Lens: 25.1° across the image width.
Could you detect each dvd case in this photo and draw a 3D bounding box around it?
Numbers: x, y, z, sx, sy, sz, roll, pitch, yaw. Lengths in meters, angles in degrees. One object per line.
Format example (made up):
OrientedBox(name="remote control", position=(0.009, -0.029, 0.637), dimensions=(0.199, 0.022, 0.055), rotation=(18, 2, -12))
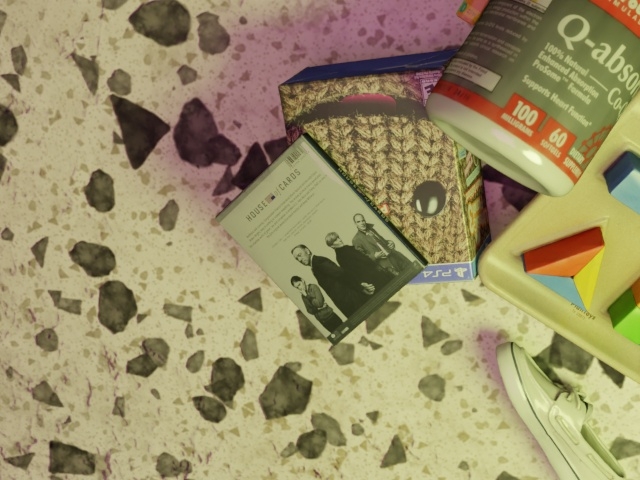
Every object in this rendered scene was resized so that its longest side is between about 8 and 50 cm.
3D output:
OrientedBox(name="dvd case", position=(0.000, 0.000, 1.913), dimensions=(0.238, 0.029, 0.179), rotation=(47, 115, -1))

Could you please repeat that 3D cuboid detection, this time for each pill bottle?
OrientedBox(name="pill bottle", position=(0.305, -0.252, 1.744), dimensions=(0.210, 0.210, 0.363), rotation=(33, 90, 4))

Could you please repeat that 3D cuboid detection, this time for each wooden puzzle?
OrientedBox(name="wooden puzzle", position=(0.429, 0.009, 1.860), dimensions=(0.322, 0.080, 0.348), rotation=(32, 114, -18))

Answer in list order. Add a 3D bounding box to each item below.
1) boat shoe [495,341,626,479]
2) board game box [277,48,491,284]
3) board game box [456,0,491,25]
OrientedBox(name="boat shoe", position=(0.338, 0.246, 2.013), dimensions=(0.088, 0.096, 0.267), rotation=(-28, 99, 19))
OrientedBox(name="board game box", position=(0.091, -0.095, 1.948), dimensions=(0.232, 0.141, 0.291), rotation=(-5, 106, 19))
OrientedBox(name="board game box", position=(0.263, -0.392, 1.807), dimensions=(0.039, 0.124, 0.259), rotation=(33, 114, 7))
